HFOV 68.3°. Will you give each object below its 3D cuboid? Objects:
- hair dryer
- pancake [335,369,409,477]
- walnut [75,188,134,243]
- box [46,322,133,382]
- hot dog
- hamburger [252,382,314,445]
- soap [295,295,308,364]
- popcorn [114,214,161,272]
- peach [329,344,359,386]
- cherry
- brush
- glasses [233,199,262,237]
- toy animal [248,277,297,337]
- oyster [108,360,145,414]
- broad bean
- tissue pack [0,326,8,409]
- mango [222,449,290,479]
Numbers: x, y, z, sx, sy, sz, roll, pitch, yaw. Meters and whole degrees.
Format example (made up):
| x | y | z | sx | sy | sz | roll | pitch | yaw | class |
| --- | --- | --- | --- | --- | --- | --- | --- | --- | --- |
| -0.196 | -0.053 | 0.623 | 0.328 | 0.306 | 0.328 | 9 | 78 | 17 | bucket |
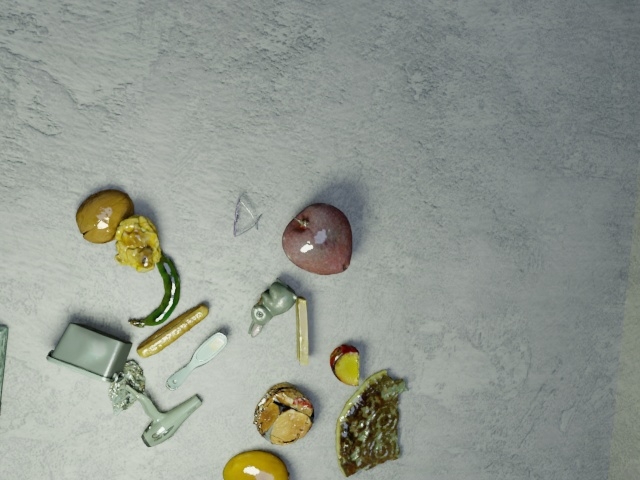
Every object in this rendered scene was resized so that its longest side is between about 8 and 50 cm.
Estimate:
| x | y | z | sx | sy | sz | roll | pitch | yaw | class |
| --- | --- | --- | --- | --- | --- | --- | --- | --- | --- |
| -0.547 | 0.579 | 1.684 | 0.229 | 0.092 | 0.267 | -18 | 107 | -26 | hair dryer |
| 0.205 | 0.731 | 1.911 | 0.304 | 0.067 | 0.427 | 7 | 90 | -22 | pancake |
| -0.745 | -0.087 | 1.615 | 0.167 | 0.087 | 0.211 | 42 | 82 | -8 | walnut |
| -0.762 | 0.372 | 1.584 | 0.243 | 0.163 | 0.135 | 20 | 78 | 0 | box |
| -0.524 | 0.324 | 1.692 | 0.285 | 0.088 | 0.061 | -34 | 105 | -7 | hot dog |
| -0.137 | 0.663 | 1.792 | 0.230 | 0.107 | 0.231 | -2 | 97 | -16 | hamburger |
| -0.071 | 0.340 | 1.798 | 0.037 | 0.092 | 0.252 | -1 | 93 | -12 | soap |
| -0.624 | 0.016 | 1.625 | 0.140 | 0.163 | 0.194 | -17 | 85 | -52 | popcorn |
| 0.104 | 0.486 | 1.850 | 0.127 | 0.092 | 0.172 | -29 | 111 | -6 | peach |
| 0.000 | 0.000 | 1.741 | 0.261 | 0.221 | 0.307 | -45 | 115 | 0 | cherry |
| -0.452 | 0.435 | 1.733 | 0.297 | 0.060 | 0.068 | -42 | 101 | 5 | brush |
| -0.266 | -0.075 | 1.748 | 0.103 | 0.062 | 0.140 | 8 | 92 | -15 | glasses |
| -0.193 | 0.253 | 1.750 | 0.236 | 0.138 | 0.108 | -48 | 136 | -11 | toy animal |
| -0.686 | 0.520 | 1.671 | 0.124 | 0.064 | 0.178 | -8 | 93 | -9 | oyster |
| -0.573 | 0.185 | 1.689 | 0.144 | 0.049 | 0.292 | 19 | 88 | -13 | broad bean |
| -1.159 | 0.429 | 1.527 | 0.227 | 0.103 | 0.316 | 6 | 92 | -16 | tissue pack |
| -0.229 | 0.874 | 1.760 | 0.254 | 0.139 | 0.176 | 30 | 82 | -7 | mango |
